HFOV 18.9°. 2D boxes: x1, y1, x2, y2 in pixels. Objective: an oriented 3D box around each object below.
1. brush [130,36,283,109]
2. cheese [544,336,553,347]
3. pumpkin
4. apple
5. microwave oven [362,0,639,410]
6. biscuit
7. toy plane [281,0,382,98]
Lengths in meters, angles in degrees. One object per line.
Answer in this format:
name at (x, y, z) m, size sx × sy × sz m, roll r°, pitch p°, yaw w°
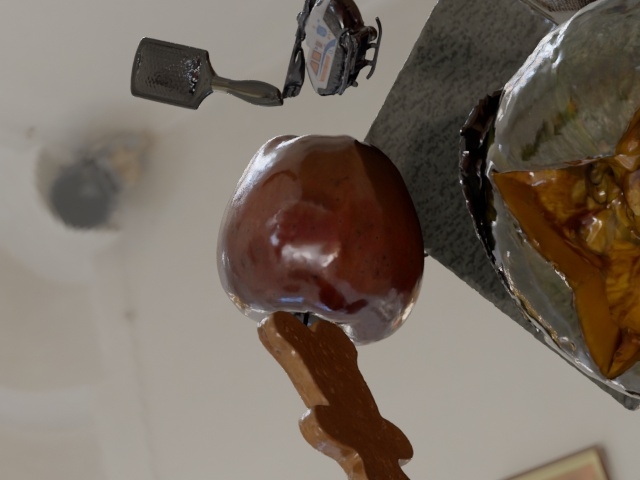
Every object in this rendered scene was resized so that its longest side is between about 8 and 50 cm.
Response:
brush at (-0.114, -0.159, 1.917) m, size 0.016 × 0.193 × 0.063 m, roll 1°, pitch -79°, yaw -58°
cheese at (0.331, 0.076, 1.869) m, size 0.137 × 0.227 × 0.064 m, roll 100°, pitch 174°, yaw -64°
pumpkin at (0.262, -0.033, 1.357) m, size 0.320 × 0.320 × 0.192 m, roll 60°, pitch -144°, yaw -5°
apple at (-0.001, 0.000, 1.990) m, size 0.234 × 0.234 × 0.234 m, roll 35°, pitch -139°, yaw -38°
microwave oven at (0.306, -0.082, 2.145) m, size 0.432 × 0.374 × 0.236 m, roll 38°, pitch -156°, yaw 23°
biscuit at (0.024, 0.174, 1.793) m, size 0.165 × 0.036 × 0.250 m, roll 17°, pitch -142°, yaw -55°
toy plane at (0.013, -0.203, 1.744) m, size 0.078 × 0.197 × 0.053 m, roll 27°, pitch -143°, yaw 26°
